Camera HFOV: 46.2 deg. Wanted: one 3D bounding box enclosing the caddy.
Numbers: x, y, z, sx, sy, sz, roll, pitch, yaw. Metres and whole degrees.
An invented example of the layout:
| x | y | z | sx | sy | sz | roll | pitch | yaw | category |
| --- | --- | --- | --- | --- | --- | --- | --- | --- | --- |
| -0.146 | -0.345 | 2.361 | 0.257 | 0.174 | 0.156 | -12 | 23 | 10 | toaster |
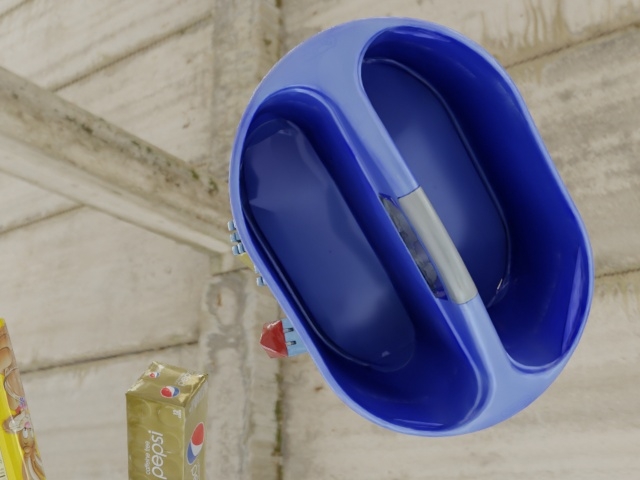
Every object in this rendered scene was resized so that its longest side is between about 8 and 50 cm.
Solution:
| x | y | z | sx | sy | sz | roll | pitch | yaw | category |
| --- | --- | --- | --- | --- | --- | --- | --- | --- | --- |
| 0.071 | -0.008 | 0.609 | 0.241 | 0.341 | 0.179 | -32 | -167 | -4 | caddy |

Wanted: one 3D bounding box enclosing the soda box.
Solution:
| x | y | z | sx | sy | sz | roll | pitch | yaw | category |
| --- | --- | --- | --- | --- | --- | --- | --- | --- | --- |
| -0.150 | 0.212 | 0.738 | 0.061 | 0.058 | 0.181 | 11 | -65 | 12 | soda box |

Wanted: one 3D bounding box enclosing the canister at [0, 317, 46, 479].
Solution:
| x | y | z | sx | sy | sz | roll | pitch | yaw | category |
| --- | --- | --- | --- | --- | --- | --- | --- | --- | --- |
| -0.276 | 0.158 | 0.624 | 0.126 | 0.073 | 0.169 | -36 | -109 | 62 | canister |

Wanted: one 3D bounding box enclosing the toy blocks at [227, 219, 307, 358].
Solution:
| x | y | z | sx | sy | sz | roll | pitch | yaw | category |
| --- | --- | --- | --- | --- | --- | --- | --- | --- | --- |
| 0.000 | 0.000 | 1.035 | 0.191 | 0.261 | 0.381 | -18 | -99 | 57 | toy blocks |
